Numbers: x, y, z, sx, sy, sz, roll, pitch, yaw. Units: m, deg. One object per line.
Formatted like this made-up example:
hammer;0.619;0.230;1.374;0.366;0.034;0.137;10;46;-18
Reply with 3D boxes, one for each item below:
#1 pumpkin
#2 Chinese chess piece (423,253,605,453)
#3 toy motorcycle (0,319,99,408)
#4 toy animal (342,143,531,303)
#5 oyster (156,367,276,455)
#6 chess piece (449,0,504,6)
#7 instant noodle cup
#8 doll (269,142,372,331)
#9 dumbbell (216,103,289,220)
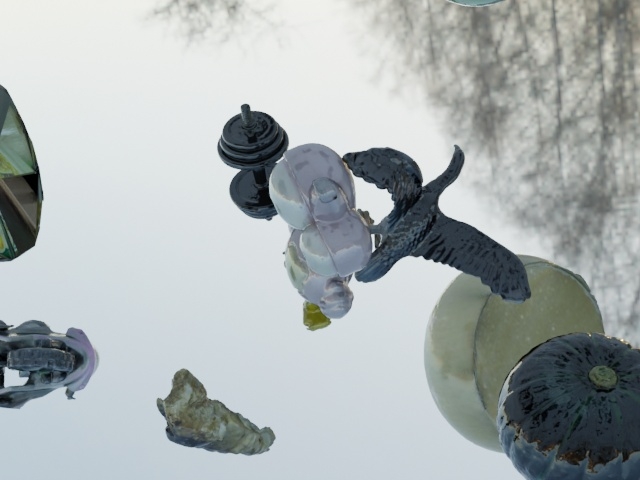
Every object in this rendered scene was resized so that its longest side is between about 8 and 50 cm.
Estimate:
pumpkin;0.357;0.259;1.461;0.248;0.248;0.248;-10;-158;4
Chinese chess piece;0.334;0.191;1.833;0.338;0.338;0.140;-26;-168;-30
toy motorcycle;-0.488;0.200;1.753;0.327;0.143;0.188;-8;172;38
toy animal;0.110;-0.042;1.299;0.160;0.272;0.197;-29;-149;35
oyster;-0.183;0.301;1.749;0.161;0.233;0.107;-2;-125;26
chess piece;0.178;-0.203;0.690;0.272;0.139;0.139;2;-170;-37
instant noodle cup;-0.430;-0.066;1.140;0.178;0.240;0.240;-15;-159;14
doll;0.001;0.000;1.287;0.094;0.160;0.365;-19;162;-6
dumbbell;-0.087;-0.104;1.495;0.099;0.208;0.099;-5;-134;5
